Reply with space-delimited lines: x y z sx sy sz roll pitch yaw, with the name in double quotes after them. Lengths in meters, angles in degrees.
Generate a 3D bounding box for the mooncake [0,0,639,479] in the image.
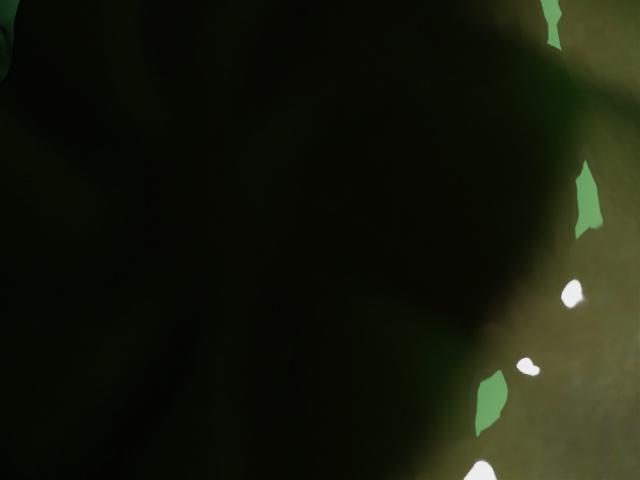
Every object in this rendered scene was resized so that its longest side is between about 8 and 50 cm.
0.000 0.000 0.877 0.200 0.378 0.378 19 55 -48 "mooncake"
